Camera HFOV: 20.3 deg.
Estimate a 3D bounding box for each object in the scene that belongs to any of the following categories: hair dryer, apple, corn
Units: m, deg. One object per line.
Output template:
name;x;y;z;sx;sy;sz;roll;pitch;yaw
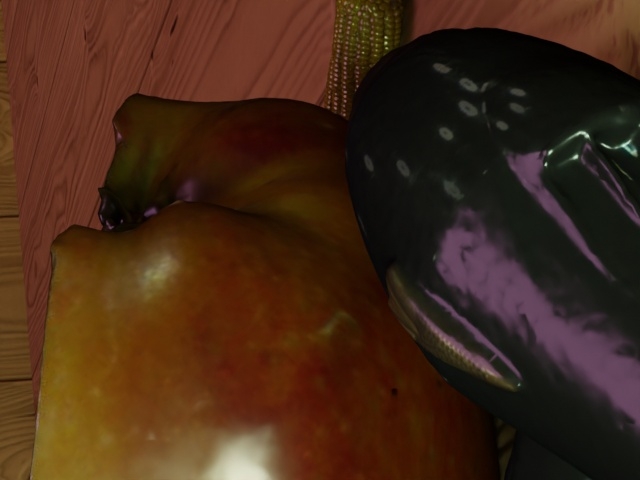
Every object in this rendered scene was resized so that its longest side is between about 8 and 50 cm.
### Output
hair dryer;0.106;0.122;0.593;0.304;0.120;0.359;49;152;44
apple;-0.058;0.126;0.782;0.328;0.295;0.365;34;128;42
corn;0.021;-0.090;0.900;0.037;0.037;0.092;-111;25;-49
